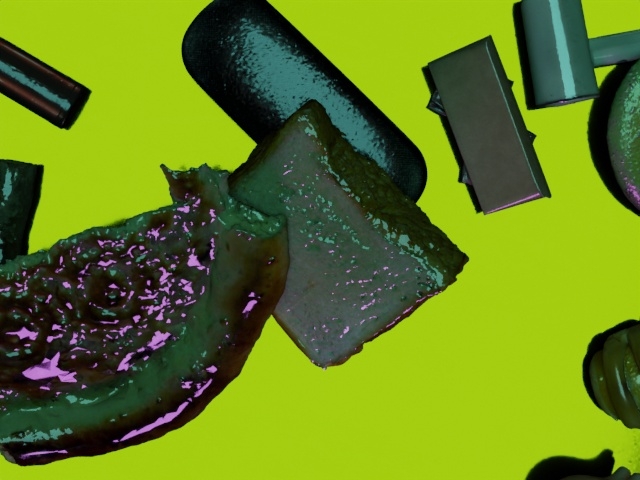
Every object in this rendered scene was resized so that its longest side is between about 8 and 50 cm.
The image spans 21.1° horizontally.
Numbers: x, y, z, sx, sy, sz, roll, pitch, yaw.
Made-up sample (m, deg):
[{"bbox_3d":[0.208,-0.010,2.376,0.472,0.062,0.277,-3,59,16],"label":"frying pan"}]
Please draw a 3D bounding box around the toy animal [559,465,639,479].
[{"bbox_3d":[0.284,0.363,1.911,0.149,0.165,0.248,37,84,3],"label":"toy animal"}]

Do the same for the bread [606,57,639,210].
[{"bbox_3d":[0.429,-0.123,1.928,0.228,0.033,0.229,-3,103,-14],"label":"bread"}]

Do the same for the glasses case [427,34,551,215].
[{"bbox_3d":[0.185,-0.126,1.942,0.102,0.070,0.194,-19,95,27],"label":"glasses case"}]

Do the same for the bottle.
[{"bbox_3d":[-0.346,-0.187,1.923,0.164,0.060,0.060,31,91,-2],"label":"bottle"}]

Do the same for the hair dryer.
[{"bbox_3d":[0.348,-0.230,1.935,0.236,0.073,0.131,-9,91,-4],"label":"hair dryer"}]

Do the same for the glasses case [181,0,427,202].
[{"bbox_3d":[-0.017,-0.142,1.918,0.321,0.082,0.122,44,96,-3],"label":"glasses case"}]

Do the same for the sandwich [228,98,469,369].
[{"bbox_3d":[0.000,0.000,1.875,0.251,0.087,0.226,48,127,-7],"label":"sandwich"}]

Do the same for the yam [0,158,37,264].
[{"bbox_3d":[-0.362,0.035,1.929,0.061,0.061,0.253,9,93,-2],"label":"yam"}]

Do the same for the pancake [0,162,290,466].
[{"bbox_3d":[-0.213,0.093,1.854,0.426,0.067,0.305,-24,124,10],"label":"pancake"}]

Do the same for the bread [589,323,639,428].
[{"bbox_3d":[0.394,0.146,1.943,0.177,0.084,0.119,-20,92,3],"label":"bread"}]
